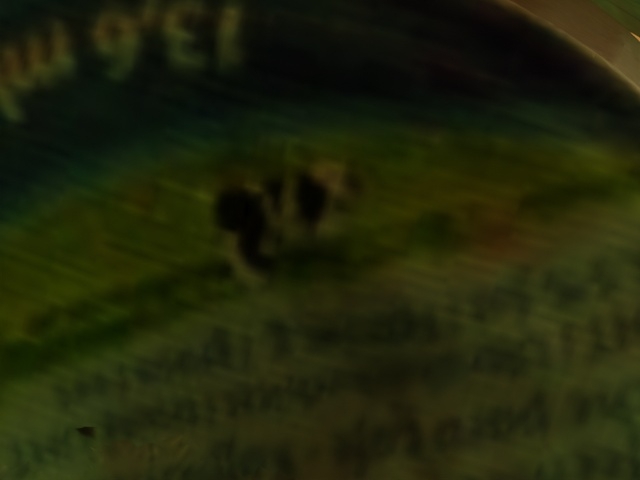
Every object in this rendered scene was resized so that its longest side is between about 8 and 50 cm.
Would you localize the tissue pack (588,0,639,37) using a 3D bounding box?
[{"bbox_3d":[0.313,-0.128,0.632,0.287,0.388,0.162,-51,161,-4],"label":"tissue pack"}]

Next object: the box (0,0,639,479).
[{"bbox_3d":[-0.001,0.007,0.463,0.262,0.291,0.206,-19,-168,21],"label":"box"}]
